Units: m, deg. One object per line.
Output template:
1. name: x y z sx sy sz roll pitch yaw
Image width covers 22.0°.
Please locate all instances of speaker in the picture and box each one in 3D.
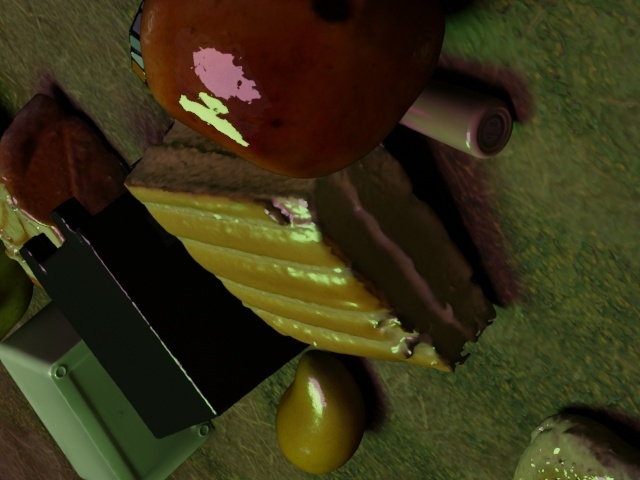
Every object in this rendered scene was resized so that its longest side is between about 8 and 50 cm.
1. speaker: -0.143 0.041 1.648 0.254 0.184 0.232 53 156 -2

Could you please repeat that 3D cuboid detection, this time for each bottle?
1. bottle: 0.093 -0.093 1.196 0.096 0.045 0.045 27 149 46

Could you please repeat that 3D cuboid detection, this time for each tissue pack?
1. tissue pack: -0.278 0.198 2.160 0.136 0.159 0.246 15 139 51

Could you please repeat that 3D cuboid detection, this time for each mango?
1. mango: 0.003 0.179 1.729 0.102 0.085 0.184 44 147 22

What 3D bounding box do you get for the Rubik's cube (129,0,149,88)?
1. Rubik's cube: -0.091 -0.163 1.327 0.133 0.112 0.133 42 158 22

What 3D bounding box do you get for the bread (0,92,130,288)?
1. bread: -0.299 -0.035 1.883 0.190 0.123 0.244 44 158 7

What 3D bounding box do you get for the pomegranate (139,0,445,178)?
1. pomegranate: -0.019 -0.143 1.115 0.209 0.209 0.209 39 155 22

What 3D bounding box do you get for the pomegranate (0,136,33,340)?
1. pomegranate: -0.537 0.005 2.054 0.416 0.416 0.417 39 155 22

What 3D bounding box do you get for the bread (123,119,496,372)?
1. bread: 0.000 0.000 1.376 0.246 0.111 0.239 11 151 48

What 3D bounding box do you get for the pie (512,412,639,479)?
1. pie: 0.287 0.296 1.409 0.339 0.077 0.339 39 156 22
